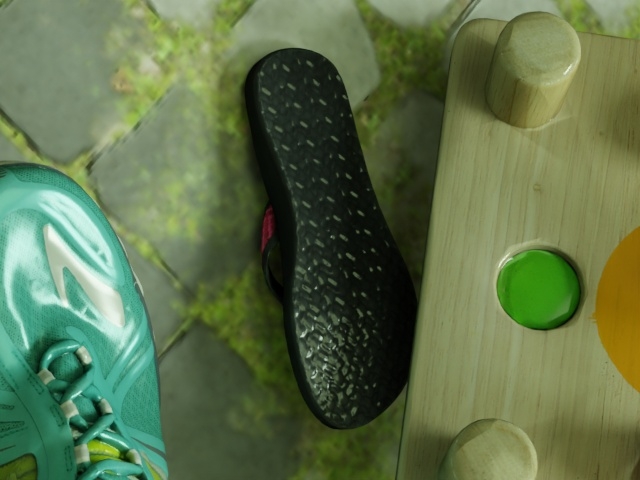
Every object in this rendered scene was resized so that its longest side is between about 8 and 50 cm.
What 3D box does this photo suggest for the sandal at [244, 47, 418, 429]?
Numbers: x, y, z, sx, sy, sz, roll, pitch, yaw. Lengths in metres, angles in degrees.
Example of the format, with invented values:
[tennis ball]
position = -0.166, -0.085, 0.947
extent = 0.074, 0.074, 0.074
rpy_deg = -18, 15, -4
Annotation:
[sandal]
position = 0.000, 0.000, 0.779
extent = 0.067, 0.040, 0.179
rpy_deg = -3, 74, -32

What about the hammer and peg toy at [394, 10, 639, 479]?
[hammer and peg toy]
position = 0.168, 0.087, 0.733
extent = 0.265, 0.127, 0.361
rpy_deg = 7, 72, 0

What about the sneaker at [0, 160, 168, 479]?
[sneaker]
position = -0.093, 0.100, 0.683
extent = 0.107, 0.110, 0.275
rpy_deg = -12, 92, -26
